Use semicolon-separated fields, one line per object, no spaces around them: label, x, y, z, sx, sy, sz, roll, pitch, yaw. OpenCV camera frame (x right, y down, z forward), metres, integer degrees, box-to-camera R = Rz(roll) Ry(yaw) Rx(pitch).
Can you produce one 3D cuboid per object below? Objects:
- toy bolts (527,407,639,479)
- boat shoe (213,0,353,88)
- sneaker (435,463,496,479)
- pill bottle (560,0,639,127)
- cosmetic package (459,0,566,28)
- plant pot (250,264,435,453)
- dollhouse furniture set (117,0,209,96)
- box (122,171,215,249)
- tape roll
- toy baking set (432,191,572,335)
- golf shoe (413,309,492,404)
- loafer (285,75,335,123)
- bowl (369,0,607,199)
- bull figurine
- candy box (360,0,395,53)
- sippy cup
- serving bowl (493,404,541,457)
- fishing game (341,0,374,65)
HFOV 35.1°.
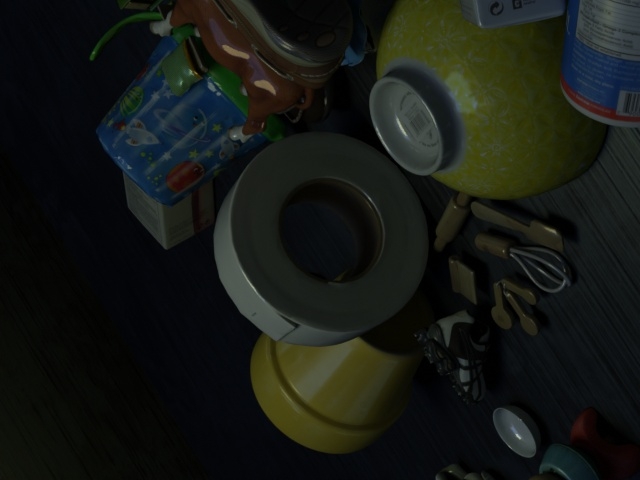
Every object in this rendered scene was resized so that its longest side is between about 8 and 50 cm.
toy bolts;0.335;0.360;1.312;0.218;0.158;0.229;38;148;37
boat shoe;-0.082;-0.299;1.152;0.324;0.123;0.116;58;165;20
sneaker;0.274;0.430;1.582;0.292;0.110;0.118;2;111;60
pill bottle;0.270;-0.215;0.838;0.124;0.124;0.222;38;147;37
cosmetic package;0.154;-0.313;0.902;0.117;0.085;0.231;-93;-8;-73
plant pot;0.049;0.163;1.550;0.254;0.254;0.239;51;138;16
dollhouse furniture set;-0.219;-0.278;1.394;0.076;0.058;0.152;-31;78;38
box;-0.298;-0.124;1.975;0.148;0.126;0.232;45;151;27
tape roll;0.000;0.000;1.381;0.286;0.286;0.100;57;155;4
toy baking set;0.230;0.016;1.286;0.197;0.030;0.256;45;152;21
golf shoe;0.212;0.166;1.430;0.077;0.094;0.198;56;-175;39
loafer;-0.116;-0.306;1.434;0.366;0.130;0.134;55;155;8
bowl;0.147;-0.155;1.094;0.289;0.156;0.290;43;151;31
bull figurine;-0.119;-0.278;1.283;0.310;0.101;0.188;58;147;6
candy box;0.012;-0.324;1.249;0.164;0.070;0.196;2;120;60
sippy cup;-0.209;-0.181;1.538;0.305;0.224;0.240;49;-178;24
serving bowl;0.288;0.270;1.455;0.083;0.027;0.083;43;151;31
fishing game;0.008;-0.290;1.169;0.189;0.041;0.264;58;163;6
